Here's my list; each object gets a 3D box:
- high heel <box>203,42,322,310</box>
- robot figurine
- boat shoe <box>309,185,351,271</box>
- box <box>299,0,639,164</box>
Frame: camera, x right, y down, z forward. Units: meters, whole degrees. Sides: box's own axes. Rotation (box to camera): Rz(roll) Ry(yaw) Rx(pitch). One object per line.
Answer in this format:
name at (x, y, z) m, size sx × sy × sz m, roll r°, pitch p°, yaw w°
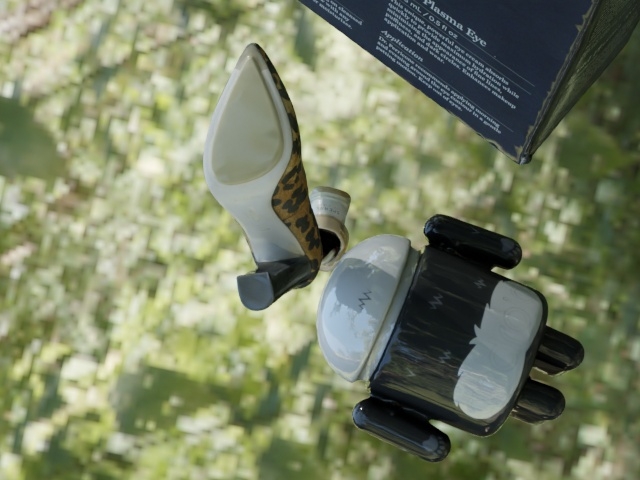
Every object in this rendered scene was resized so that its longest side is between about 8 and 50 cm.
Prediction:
high heel at (-0.047, -0.072, 1.872) m, size 0.186 × 0.093 × 0.261 m, roll -36°, pitch -54°, yaw -72°
robot figurine at (0.132, 0.103, 1.986) m, size 0.209 × 0.278 × 0.173 m, roll -69°, pitch 2°, yaw -51°
boat shoe at (0.000, 0.000, 2.134) m, size 0.170 × 0.063 × 0.059 m, roll 93°, pitch -170°, yaw -63°
box at (0.113, -0.284, 1.530) m, size 0.179 × 0.343 × 0.312 m, roll -48°, pitch -10°, yaw -23°
